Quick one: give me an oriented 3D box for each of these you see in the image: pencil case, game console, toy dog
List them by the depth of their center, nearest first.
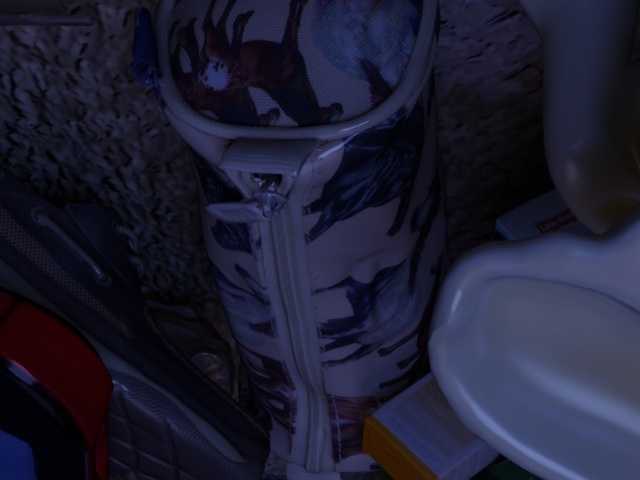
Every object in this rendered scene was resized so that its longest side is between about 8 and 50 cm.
[{"bbox_3d":[0.280,-0.055,0.635,0.395,0.408,0.284,29,120,0],"label":"toy dog"},{"bbox_3d":[0.000,0.000,0.873,0.160,0.183,0.410,17,149,18],"label":"pencil case"},{"bbox_3d":[-0.293,0.109,0.917,0.342,0.060,0.386,21,146,6],"label":"game console"}]

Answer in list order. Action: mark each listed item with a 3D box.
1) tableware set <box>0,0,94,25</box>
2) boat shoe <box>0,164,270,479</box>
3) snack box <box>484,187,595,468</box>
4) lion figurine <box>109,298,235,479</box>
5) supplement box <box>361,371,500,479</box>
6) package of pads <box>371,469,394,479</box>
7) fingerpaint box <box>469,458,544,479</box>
[{"bbox_3d":[-0.228,-0.152,0.777,0.194,0.039,0.128,2,174,9],"label":"tableware set"},{"bbox_3d":[-0.165,0.033,0.907,0.355,0.130,0.132,39,145,-16],"label":"boat shoe"},{"bbox_3d":[0.189,0.061,0.985,0.187,0.060,0.322,-26,149,-20],"label":"snack box"},{"bbox_3d":[-0.213,0.148,1.146,0.240,0.142,0.392,3,157,-13],"label":"lion figurine"},{"bbox_3d":[0.082,0.115,0.891,0.098,0.062,0.036,-31,146,-27],"label":"supplement box"},{"bbox_3d":[0.164,0.262,1.189,0.229,0.101,0.296,8,180,-10],"label":"package of pads"},{"bbox_3d":[0.344,0.190,0.899,0.445,0.163,0.371,0,161,-25],"label":"fingerpaint box"}]
